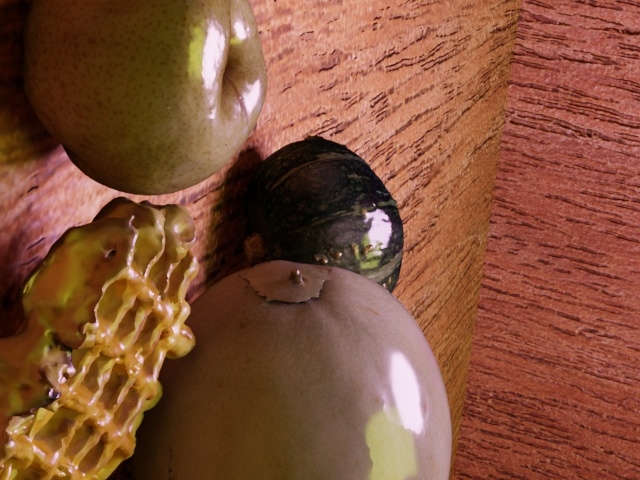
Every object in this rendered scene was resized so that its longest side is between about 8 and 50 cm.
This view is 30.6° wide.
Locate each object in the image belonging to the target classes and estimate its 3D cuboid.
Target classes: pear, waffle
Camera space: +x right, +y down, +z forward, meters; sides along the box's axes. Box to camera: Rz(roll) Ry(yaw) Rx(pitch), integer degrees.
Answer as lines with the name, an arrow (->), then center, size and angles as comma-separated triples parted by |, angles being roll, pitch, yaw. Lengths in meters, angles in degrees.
pear -> -0.110, -0.111, 0.730 | 0.167, 0.137, 0.167 | 8, 90, -73
waffle -> -0.170, 0.106, 0.741 | 0.309, 0.065, 0.283 | -44, 155, -60

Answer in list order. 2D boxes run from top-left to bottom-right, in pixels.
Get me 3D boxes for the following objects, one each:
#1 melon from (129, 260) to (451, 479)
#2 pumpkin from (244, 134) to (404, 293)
melon -> -0.026, 0.170, 0.968 | 0.268, 0.269, 0.330 | -45, 145, -62
pumpkin -> 0.000, -0.001, 1.120 | 0.146, 0.190, 0.190 | -29, 147, -10
